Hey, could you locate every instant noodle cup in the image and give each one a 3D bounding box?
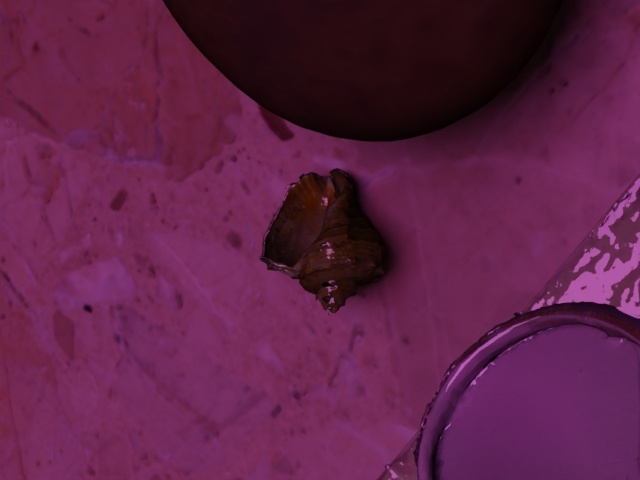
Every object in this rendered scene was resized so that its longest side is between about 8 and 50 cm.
[{"bbox_3d":[0.176,0.155,1.093,0.217,0.207,0.217,-16,56,25],"label":"instant noodle cup"}]

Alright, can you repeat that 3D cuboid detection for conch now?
[{"bbox_3d":[0.000,0.000,1.304,0.089,0.074,0.121,-1,59,-6],"label":"conch"}]

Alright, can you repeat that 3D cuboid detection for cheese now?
[{"bbox_3d":[0.127,0.116,1.251,0.400,0.034,0.085,-49,66,15],"label":"cheese"}]

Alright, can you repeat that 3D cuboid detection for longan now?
[{"bbox_3d":[0.028,-0.227,1.203,0.319,0.319,0.319,-3,84,27],"label":"longan"}]
